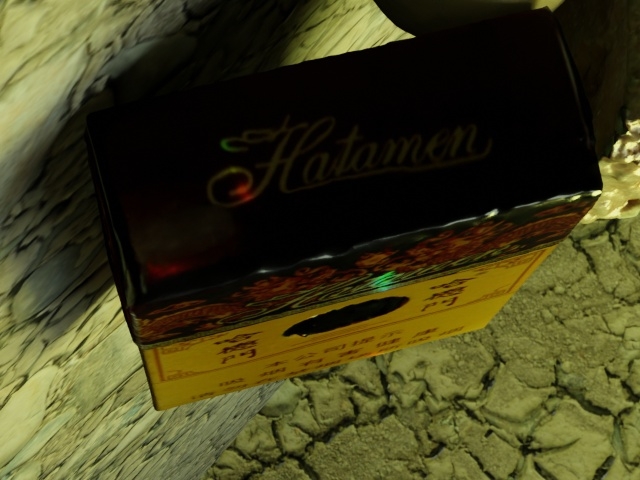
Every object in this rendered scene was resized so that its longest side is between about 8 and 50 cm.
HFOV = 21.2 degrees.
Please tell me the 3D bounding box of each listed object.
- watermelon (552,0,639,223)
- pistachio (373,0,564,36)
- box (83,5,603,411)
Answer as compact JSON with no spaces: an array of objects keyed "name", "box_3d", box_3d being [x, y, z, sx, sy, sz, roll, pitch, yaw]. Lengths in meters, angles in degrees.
[{"name":"watermelon","box_3d":[0.206,-0.145,1.100,0.264,0.151,0.302,123,-32,-65]},{"name":"pistachio","box_3d":[0.083,-0.179,0.953,0.144,0.144,0.215,-45,179,-18]},{"name":"box","box_3d":[0.000,-0.001,1.064,0.264,0.115,0.415,-13,168,-8]}]
